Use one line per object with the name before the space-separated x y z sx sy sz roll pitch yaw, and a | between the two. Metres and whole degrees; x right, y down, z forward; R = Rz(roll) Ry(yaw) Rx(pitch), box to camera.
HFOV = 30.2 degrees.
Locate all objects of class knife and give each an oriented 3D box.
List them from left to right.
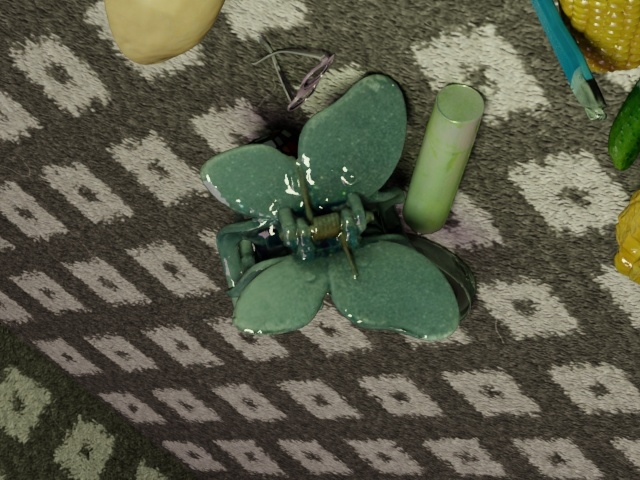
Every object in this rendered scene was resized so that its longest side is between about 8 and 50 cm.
knife | 0.259 -0.256 1.332 0.026 0.297 0.044 -19 161 -1

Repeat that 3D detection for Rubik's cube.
Rubik's cube | -0.074 -0.114 1.912 0.133 0.112 0.133 18 149 11

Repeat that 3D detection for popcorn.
popcorn | 0.484 -0.012 1.623 0.163 0.140 0.194 37 147 -27

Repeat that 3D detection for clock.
clock | 0.163 0.070 2.080 0.226 0.049 0.226 18 148 12

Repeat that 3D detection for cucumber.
cucumber | 0.415 -0.165 1.520 0.056 0.056 0.250 23 151 5

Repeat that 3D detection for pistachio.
pistachio | -0.212 -0.356 1.571 0.187 0.188 0.299 26 146 0

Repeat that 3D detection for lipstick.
lipstick | 0.177 -0.113 1.761 0.076 0.076 0.304 22 150 8

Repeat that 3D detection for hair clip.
hair clip | 0.000 0.000 1.758 0.318 0.392 0.238 -14 169 -6

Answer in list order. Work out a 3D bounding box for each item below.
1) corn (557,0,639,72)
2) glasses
corn | 0.318 -0.325 1.265 0.143 0.144 0.387 12 148 24
glasses | -0.048 -0.262 1.751 0.104 0.062 0.140 47 150 8
